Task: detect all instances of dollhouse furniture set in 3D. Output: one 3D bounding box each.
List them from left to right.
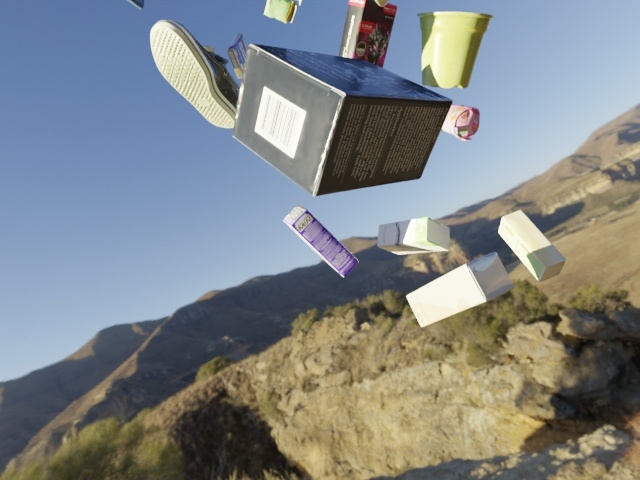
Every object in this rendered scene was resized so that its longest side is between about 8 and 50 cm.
[{"bbox_3d":[-0.087,-0.595,1.083,0.076,0.059,0.152,6,-29,-20],"label":"dollhouse furniture set"}]

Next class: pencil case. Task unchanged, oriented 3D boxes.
[{"bbox_3d":[0.465,-0.455,1.627,0.124,0.124,0.284,-24,33,-12],"label":"pencil case"}]

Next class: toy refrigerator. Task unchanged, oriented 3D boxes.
[{"bbox_3d":[0.804,0.019,1.689,0.094,0.270,0.102,-20,-38,-5],"label":"toy refrigerator"}]

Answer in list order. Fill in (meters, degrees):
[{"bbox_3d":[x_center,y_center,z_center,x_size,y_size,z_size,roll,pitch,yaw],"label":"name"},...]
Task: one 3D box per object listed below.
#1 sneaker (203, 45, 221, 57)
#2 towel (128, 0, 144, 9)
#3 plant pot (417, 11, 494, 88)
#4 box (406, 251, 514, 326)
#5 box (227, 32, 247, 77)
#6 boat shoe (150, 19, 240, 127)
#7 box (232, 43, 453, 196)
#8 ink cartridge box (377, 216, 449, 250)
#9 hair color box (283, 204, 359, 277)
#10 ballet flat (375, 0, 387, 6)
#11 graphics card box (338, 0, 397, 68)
[{"bbox_3d":[-0.529,-0.825,2.117,0.122,0.147,0.330,-16,15,0],"label":"sneaker"},{"bbox_3d":[-0.663,-0.849,1.503,0.029,0.067,0.119,-40,-39,24],"label":"towel"},{"bbox_3d":[0.491,-0.718,1.666,0.275,0.254,0.276,2,23,-1],"label":"plant pot"},{"bbox_3d":[0.430,0.161,1.383,0.147,0.121,0.311,-16,-16,-29],"label":"box"},{"bbox_3d":[-0.385,-0.902,2.122,0.036,0.225,0.137,-7,-46,14],"label":"box"},{"bbox_3d":[-0.407,-0.579,1.510,0.186,0.156,0.500,8,-15,17],"label":"boat shoe"},{"bbox_3d":[0.054,-0.279,1.003,0.395,0.293,0.212,-15,-46,-44],"label":"box"},{"bbox_3d":[0.430,-0.015,2.039,0.272,0.115,0.198,-8,-19,44],"label":"ink cartridge box"},{"bbox_3d":[0.000,0.000,1.926,0.110,0.339,0.185,-45,17,-3],"label":"hair color box"},{"bbox_3d":[0.189,-0.790,1.355,0.067,0.073,0.206,11,5,28],"label":"ballet flat"},{"bbox_3d":[0.189,-0.830,1.878,0.232,0.094,0.371,-18,-49,-46],"label":"graphics card box"}]
